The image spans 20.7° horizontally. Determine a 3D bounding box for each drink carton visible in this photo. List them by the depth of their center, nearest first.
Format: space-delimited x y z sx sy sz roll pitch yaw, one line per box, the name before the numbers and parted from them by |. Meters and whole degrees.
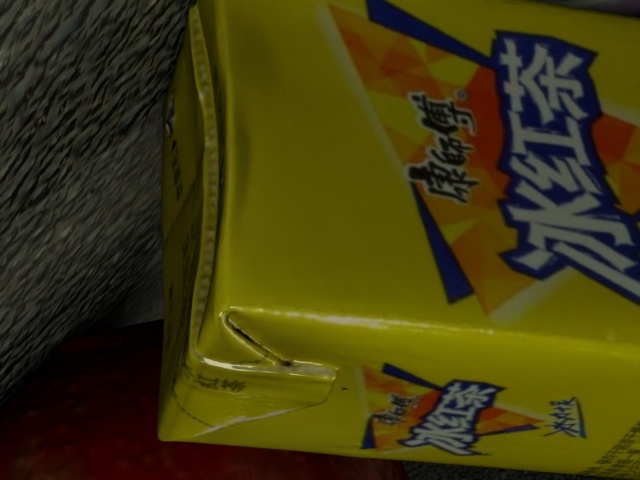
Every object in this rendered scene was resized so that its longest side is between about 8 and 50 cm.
drink carton | 0.120 0.005 0.651 0.111 0.351 0.154 118 -26 -54

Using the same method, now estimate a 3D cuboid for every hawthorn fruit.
hawthorn fruit | -0.048 0.130 0.815 0.266 0.210 0.230 -54 143 -42

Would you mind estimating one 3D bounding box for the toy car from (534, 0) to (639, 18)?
toy car | 0.101 -0.120 0.789 0.158 0.172 0.235 -33 169 -15
